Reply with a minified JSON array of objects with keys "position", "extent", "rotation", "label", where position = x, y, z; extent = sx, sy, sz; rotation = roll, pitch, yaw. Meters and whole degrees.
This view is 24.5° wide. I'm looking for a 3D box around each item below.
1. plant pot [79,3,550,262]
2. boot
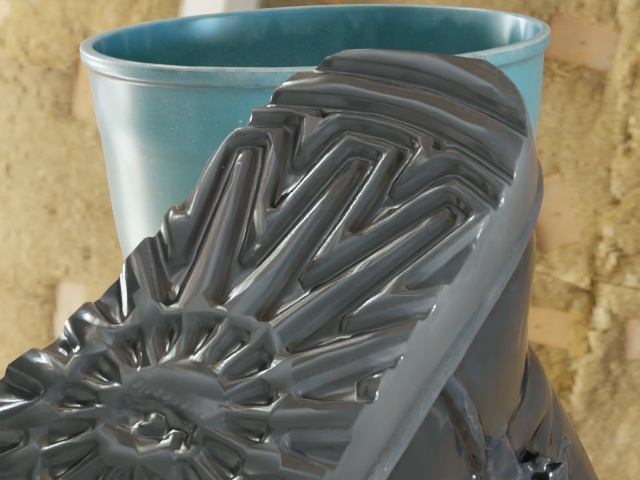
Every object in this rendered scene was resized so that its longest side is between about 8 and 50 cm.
[{"position":[0.000,0.000,0.893],"extent":[0.271,0.271,0.255],"rotation":[9,-71,34],"label":"plant pot"},{"position":[0.002,0.203,0.594],"extent":[0.146,0.367,0.445],"rotation":[27,-29,35],"label":"boot"}]
